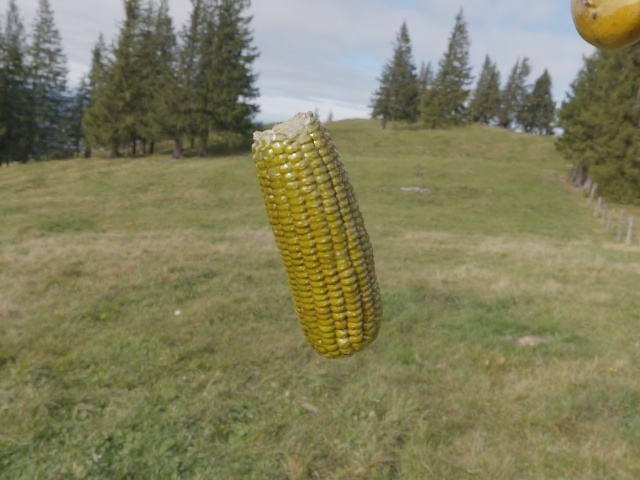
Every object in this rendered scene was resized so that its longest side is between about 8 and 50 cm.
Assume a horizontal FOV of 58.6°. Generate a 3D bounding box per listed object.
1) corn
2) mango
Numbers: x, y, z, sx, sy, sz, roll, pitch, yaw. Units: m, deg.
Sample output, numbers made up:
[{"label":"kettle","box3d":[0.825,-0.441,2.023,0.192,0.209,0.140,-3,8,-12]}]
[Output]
[{"label":"corn","box3d":[0.000,0.000,0.781,0.131,0.344,0.131,-14,22,6]},{"label":"mango","box3d":[0.448,-0.399,0.863,0.120,0.294,0.177,21,-32,8]}]
